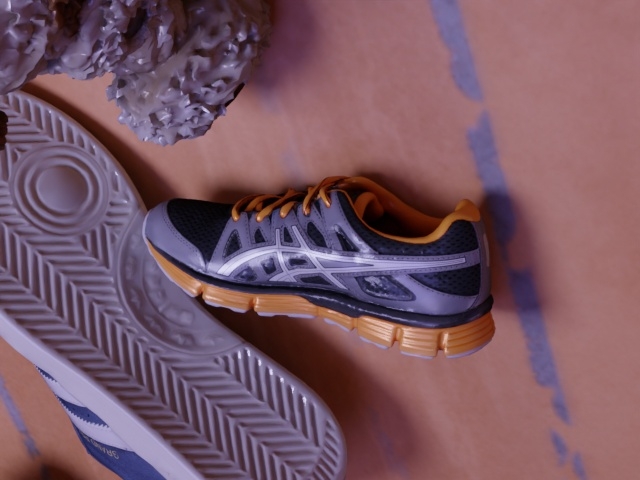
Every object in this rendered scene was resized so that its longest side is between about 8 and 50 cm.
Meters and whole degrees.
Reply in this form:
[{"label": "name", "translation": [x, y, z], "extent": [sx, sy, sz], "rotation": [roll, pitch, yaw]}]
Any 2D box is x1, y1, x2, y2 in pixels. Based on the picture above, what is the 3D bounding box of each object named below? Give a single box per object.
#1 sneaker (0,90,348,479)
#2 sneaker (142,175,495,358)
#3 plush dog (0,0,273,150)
[{"label": "sneaker", "translation": [-0.141, 0.060, 0.858], "extent": [0.350, 0.131, 0.148], "rotation": [50, 151, 1]}, {"label": "sneaker", "translation": [0.000, 0.000, 0.769], "extent": [0.215, 0.084, 0.083], "rotation": [12, 113, 17]}, {"label": "plush dog", "translation": [-0.116, -0.152, 0.618], "extent": [0.211, 0.225, 0.262], "rotation": [37, 132, 0]}]
